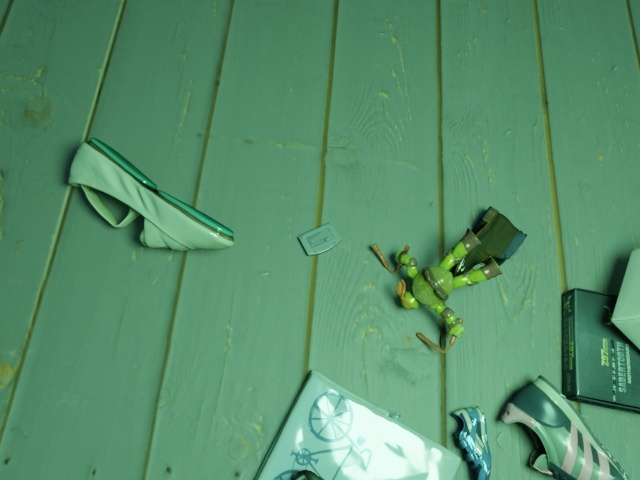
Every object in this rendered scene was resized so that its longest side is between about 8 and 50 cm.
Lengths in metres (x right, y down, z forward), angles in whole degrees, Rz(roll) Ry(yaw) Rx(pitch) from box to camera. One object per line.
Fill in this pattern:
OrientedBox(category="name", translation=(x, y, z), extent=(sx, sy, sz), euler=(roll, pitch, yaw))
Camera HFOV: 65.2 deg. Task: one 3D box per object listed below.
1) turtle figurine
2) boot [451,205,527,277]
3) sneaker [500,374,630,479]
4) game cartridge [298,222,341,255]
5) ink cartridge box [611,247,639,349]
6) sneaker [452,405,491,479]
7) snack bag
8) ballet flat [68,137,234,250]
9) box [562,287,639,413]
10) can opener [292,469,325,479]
OrientedBox(category="turtle figurine", translation=(0.234, 0.070, 1.011), extent=(0.217, 0.087, 0.270), euler=(-37, 69, 14))
OrientedBox(category="boot", translation=(0.366, 0.029, 1.089), extent=(0.106, 0.082, 0.219), euler=(33, 68, 10))
OrientedBox(category="sneaker", translation=(0.477, 0.424, 0.950), extent=(0.131, 0.112, 0.319), euler=(-36, 73, 0))
OrientedBox(category="game cartridge", translation=(0.000, 0.000, 1.096), extent=(0.083, 0.017, 0.056), euler=(-24, 70, -14))
OrientedBox(category="ink cartridge box", translation=(0.738, 0.161, 1.002), extent=(0.278, 0.117, 0.201), euler=(42, 61, -11))
OrientedBox(category="sneaker", translation=(0.288, 0.393, 0.958), extent=(0.059, 0.053, 0.144), euler=(2, 61, -6))
OrientedBox(category="snack bag", translation=(0.059, 0.458, 0.917), extent=(0.342, 0.037, 0.323), euler=(27, 69, 5))
OrientedBox(category="ballet flat", translation=(-0.359, -0.063, 1.036), extent=(0.400, 0.139, 0.139), euler=(33, 69, 11))
OrientedBox(category="box", translation=(0.606, 0.230, 1.048), extent=(0.183, 0.059, 0.233), euler=(12, 68, -1))
OrientedBox(category="can opener", translation=(-0.005, 0.487, 0.855), extent=(0.073, 0.059, 0.186), euler=(-11, 80, -37))
